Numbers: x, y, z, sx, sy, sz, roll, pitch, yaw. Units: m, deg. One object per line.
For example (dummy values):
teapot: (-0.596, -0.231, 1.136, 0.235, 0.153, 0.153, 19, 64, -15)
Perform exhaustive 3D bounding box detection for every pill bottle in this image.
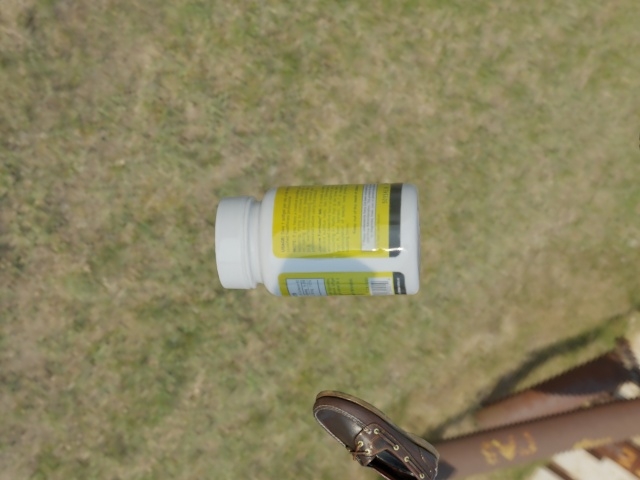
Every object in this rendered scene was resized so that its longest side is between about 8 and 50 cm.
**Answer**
pill bottle: (0.000, 0.000, 1.194, 0.119, 0.209, 0.119, -1, 90, -84)

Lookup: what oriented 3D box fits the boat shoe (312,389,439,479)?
boat shoe: (0.077, 0.287, 1.595, 0.073, 0.207, 0.073, -51, -168, 48)
